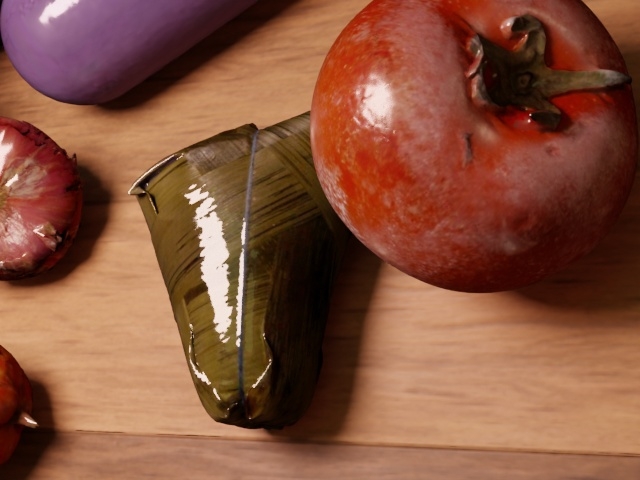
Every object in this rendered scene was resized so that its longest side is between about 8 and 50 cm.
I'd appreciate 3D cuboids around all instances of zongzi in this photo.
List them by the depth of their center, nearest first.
[{"bbox_3d":[0.000,0.000,0.981,0.300,0.138,0.286,-23,65,4],"label":"zongzi"}]

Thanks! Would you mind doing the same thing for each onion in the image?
[{"bbox_3d":[-0.333,-0.051,1.156,0.184,0.147,0.184,2,109,6],"label":"onion"}]

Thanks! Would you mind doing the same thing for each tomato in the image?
[{"bbox_3d":[0.121,-0.084,0.883,0.270,0.227,0.270,8,65,-18],"label":"tomato"}]

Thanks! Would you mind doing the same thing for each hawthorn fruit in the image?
[{"bbox_3d":[-0.378,0.167,1.077,0.179,0.173,0.173,-18,60,-12],"label":"hawthorn fruit"}]

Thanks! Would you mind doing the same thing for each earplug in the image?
[{"bbox_3d":[-0.144,-0.312,1.131,0.456,0.215,0.215,-36,59,12],"label":"earplug"}]

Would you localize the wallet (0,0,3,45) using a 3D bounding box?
[{"bbox_3d":[-0.447,-0.238,1.247,0.377,0.197,0.051,-28,84,14],"label":"wallet"}]
